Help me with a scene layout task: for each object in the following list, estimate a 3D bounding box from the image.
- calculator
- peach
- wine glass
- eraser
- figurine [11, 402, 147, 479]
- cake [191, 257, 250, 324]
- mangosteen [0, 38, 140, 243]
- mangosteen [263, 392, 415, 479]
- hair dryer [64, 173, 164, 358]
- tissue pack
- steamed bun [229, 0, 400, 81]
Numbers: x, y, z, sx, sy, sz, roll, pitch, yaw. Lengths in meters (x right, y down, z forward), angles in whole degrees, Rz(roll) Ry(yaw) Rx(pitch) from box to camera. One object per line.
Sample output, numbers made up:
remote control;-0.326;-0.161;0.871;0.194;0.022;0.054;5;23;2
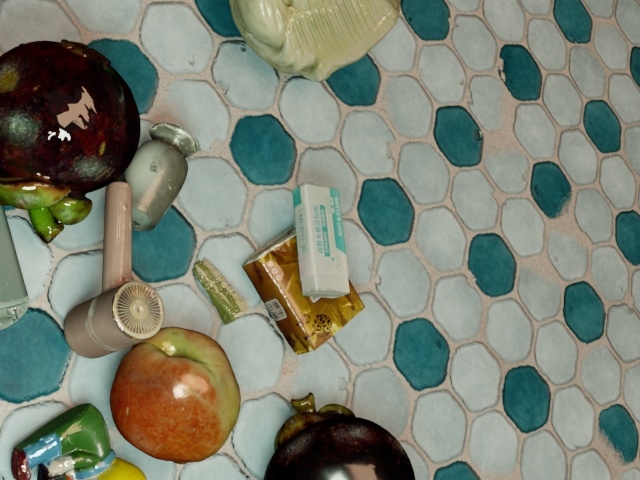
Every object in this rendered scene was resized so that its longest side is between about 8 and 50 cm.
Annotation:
calculator;-0.578;0.035;1.763;0.141;0.045;0.246;-14;85;-40
peach;-0.251;0.286;1.845;0.232;0.232;0.257;-27;135;-40
wine glass;-0.313;-0.121;1.981;0.111;0.111;0.204;37;59;-24
eraser;0.000;0.000;2.116;0.095;0.052;0.225;7;70;-42
figurine;-0.394;0.408;1.753;0.185;0.127;0.234;-34;108;-35
cake;-0.202;0.102;2.059;0.140;0.055;0.051;49;51;6
mangosteen;-0.452;-0.188;1.787;0.311;0.311;0.311;13;69;-35
mangosteen;0.032;0.463;1.986;0.297;0.313;0.297;-1;99;-8
hair dryer;-0.363;0.027;1.850;0.107;0.189;0.344;14;66;-37
tissue pack;-0.036;0.095;2.150;0.183;0.092;0.226;-38;102;-42
steamed bun;-0.028;-0.539;2.250;0.352;0.247;0.339;-38;129;-5
